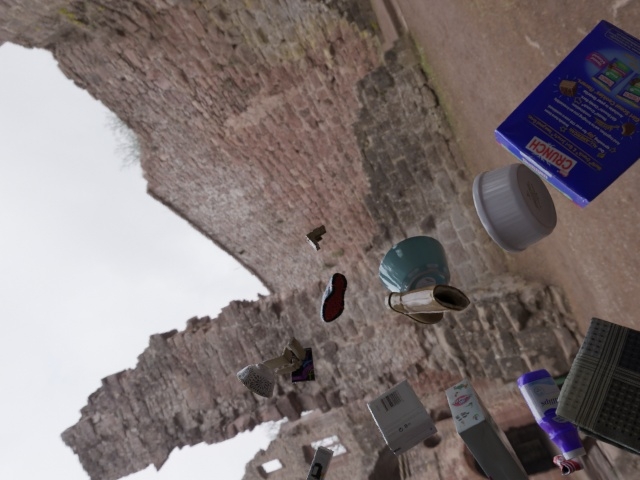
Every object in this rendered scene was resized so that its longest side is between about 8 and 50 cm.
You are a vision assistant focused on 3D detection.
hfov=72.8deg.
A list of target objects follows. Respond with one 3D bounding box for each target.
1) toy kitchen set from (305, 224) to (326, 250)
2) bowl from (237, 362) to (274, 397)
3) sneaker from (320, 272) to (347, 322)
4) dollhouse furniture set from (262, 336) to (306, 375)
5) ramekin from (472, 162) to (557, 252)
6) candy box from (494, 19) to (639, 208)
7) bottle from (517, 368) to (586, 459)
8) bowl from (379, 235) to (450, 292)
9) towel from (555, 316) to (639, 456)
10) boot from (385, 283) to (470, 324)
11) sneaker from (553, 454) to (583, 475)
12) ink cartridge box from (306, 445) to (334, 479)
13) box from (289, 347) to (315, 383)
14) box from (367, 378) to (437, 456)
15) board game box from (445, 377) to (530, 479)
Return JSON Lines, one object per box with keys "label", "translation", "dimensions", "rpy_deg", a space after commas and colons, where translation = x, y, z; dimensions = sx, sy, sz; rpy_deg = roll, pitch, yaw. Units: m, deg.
{"label": "toy kitchen set", "translation": [0.000, 0.000, 1.694], "dimensions": [0.075, 0.083, 0.068], "rpy_deg": [46, 161, 39]}
{"label": "bowl", "translation": [-0.243, 0.551, 1.756], "dimensions": [0.170, 0.080, 0.170], "rpy_deg": [33, 179, 1]}
{"label": "sneaker", "translation": [0.059, 0.287, 2.061], "dimensions": [0.104, 0.125, 0.262], "rpy_deg": [26, -128, -5]}
{"label": "dollhouse furniture set", "translation": [-0.169, 0.559, 2.078], "dimensions": [0.144, 0.123, 0.151], "rpy_deg": [55, -155, -22]}
{"label": "ramekin", "translation": [0.589, -0.107, 1.300], "dimensions": [0.272, 0.127, 0.273], "rpy_deg": [19, -122, -32]}
{"label": "candy box", "translation": [0.610, -0.274, 0.977], "dimensions": [0.268, 0.317, 0.122], "rpy_deg": [49, -167, 22]}
{"label": "bottle", "translation": [0.790, 0.589, 1.480], "dimensions": [0.092, 0.118, 0.283], "rpy_deg": [89, 168, -53]}
{"label": "bowl", "translation": [0.420, 0.154, 1.833], "dimensions": [0.311, 0.311, 0.163], "rpy_deg": [56, -173, -35]}
{"label": "towel", "translation": [0.810, 0.384, 1.108], "dimensions": [0.312, 0.324, 0.056], "rpy_deg": [18, 153, 40]}
{"label": "boot", "translation": [0.358, 0.203, 1.339], "dimensions": [0.236, 0.269, 0.089], "rpy_deg": [14, -107, -21]}
{"label": "sneaker", "translation": [0.824, 0.765, 1.480], "dimensions": [0.118, 0.067, 0.042], "rpy_deg": [128, 131, -66]}
{"label": "ink cartridge box", "translation": [-0.004, 1.065, 2.030], "dimensions": [0.127, 0.072, 0.175], "rpy_deg": [71, -142, -67]}
{"label": "box", "translation": [-0.091, 0.613, 2.134], "dimensions": [0.029, 0.116, 0.162], "rpy_deg": [88, 174, -56]}
{"label": "box", "translation": [0.299, 0.650, 1.597], "dimensions": [0.119, 0.181, 0.182], "rpy_deg": [59, 179, -39]}
{"label": "board game box", "translation": [0.504, 0.594, 1.342], "dimensions": [0.224, 0.097, 0.303], "rpy_deg": [56, -170, 3]}
